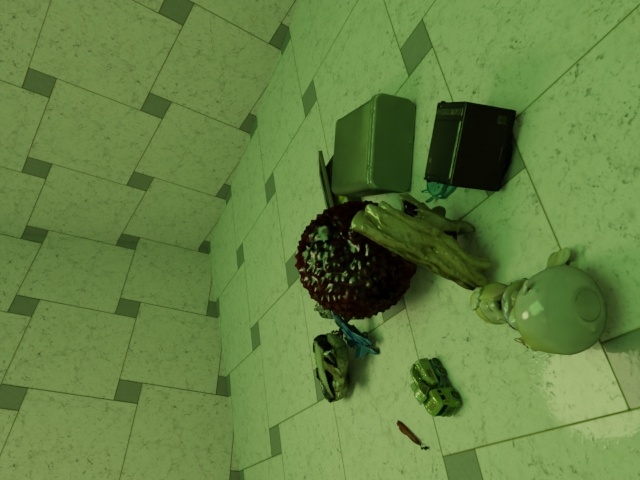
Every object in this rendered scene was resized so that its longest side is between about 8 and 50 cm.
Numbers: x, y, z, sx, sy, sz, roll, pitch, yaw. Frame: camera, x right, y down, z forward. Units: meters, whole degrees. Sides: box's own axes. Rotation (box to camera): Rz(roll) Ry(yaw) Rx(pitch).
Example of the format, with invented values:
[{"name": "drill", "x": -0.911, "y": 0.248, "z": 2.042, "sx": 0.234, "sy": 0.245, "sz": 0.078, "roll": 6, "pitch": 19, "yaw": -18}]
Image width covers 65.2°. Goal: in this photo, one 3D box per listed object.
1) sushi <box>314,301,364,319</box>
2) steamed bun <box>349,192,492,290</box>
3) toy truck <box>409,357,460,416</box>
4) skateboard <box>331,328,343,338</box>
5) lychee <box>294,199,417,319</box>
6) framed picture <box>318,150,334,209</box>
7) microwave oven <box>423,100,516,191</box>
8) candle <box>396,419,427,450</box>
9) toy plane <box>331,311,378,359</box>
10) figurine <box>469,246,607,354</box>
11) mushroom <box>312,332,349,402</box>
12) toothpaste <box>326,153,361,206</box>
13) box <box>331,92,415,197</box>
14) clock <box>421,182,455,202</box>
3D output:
[{"name": "sushi", "x": 0.093, "y": 0.272, "z": 2.081, "sx": 0.332, "sy": 0.124, "sz": 0.129, "roll": -4, "pitch": 74, "yaw": 61}, {"name": "steamed bun", "x": 0.315, "y": -0.024, "z": 1.493, "sx": 0.189, "sy": 0.428, "sz": 0.247, "roll": -63, "pitch": -1, "yaw": 5}, {"name": "toy truck", "x": 0.341, "y": 0.454, "z": 1.563, "sx": 0.191, "sy": 0.116, "sz": 0.085, "roll": -114, "pitch": 37, "yaw": -46}, {"name": "skateboard", "x": 0.058, "y": 0.441, "z": 2.200, "sx": 0.151, "sy": 0.067, "sz": 0.080, "roll": -45, "pitch": 56, "yaw": 47}, {"name": "lychee", "x": 0.124, "y": 0.057, "z": 1.719, "sx": 0.500, "sy": 0.426, "sz": 0.424, "roll": 93, "pitch": 171, "yaw": -66}, {"name": "framed picture", "x": 0.030, "y": -0.219, "z": 2.282, "sx": 0.232, "sy": 0.024, "sz": 0.314, "roll": 87, "pitch": 171, "yaw": -68}, {"name": "microwave oven", "x": 0.431, "y": -0.272, "z": 1.452, "sx": 0.178, "sy": 0.188, "sz": 0.247, "roll": -143, "pitch": 58, "yaw": -66}, {"name": "candle", "x": 0.308, "y": 0.664, "z": 1.695, "sx": 0.026, "sy": 0.021, "sz": 0.167, "roll": -62, "pitch": 27, "yaw": -1}, {"name": "toy plane", "x": 0.120, "y": 0.355, "z": 1.950, "sx": 0.246, "sy": 0.078, "sz": 0.169, "roll": 57, "pitch": 150, "yaw": -1}, {"name": "figurine", "x": 0.523, "y": 0.141, "z": 1.245, "sx": 0.274, "sy": 0.227, "sz": 0.394, "roll": -58, "pitch": 9, "yaw": -16}, {"name": "mushroom", "x": 0.061, "y": 0.510, "z": 2.031, "sx": 0.247, "sy": 0.130, "sz": 0.343, "roll": 46, "pitch": 151, "yaw": 49}, {"name": "toothpaste", "x": 0.102, "y": -0.233, "z": 2.213, "sx": 0.110, "sy": 0.078, "sz": 0.327, "roll": -53, "pitch": 40, "yaw": 48}, {"name": "box", "x": 0.191, "y": -0.350, "z": 1.954, "sx": 0.344, "sy": 0.178, "sz": 0.351, "roll": 178, "pitch": 96, "yaw": -65}, {"name": "clock", "x": 0.392, "y": -0.188, "z": 1.663, "sx": 0.147, "sy": 0.045, "sz": 0.108, "roll": -57, "pitch": 36, "yaw": 44}]
